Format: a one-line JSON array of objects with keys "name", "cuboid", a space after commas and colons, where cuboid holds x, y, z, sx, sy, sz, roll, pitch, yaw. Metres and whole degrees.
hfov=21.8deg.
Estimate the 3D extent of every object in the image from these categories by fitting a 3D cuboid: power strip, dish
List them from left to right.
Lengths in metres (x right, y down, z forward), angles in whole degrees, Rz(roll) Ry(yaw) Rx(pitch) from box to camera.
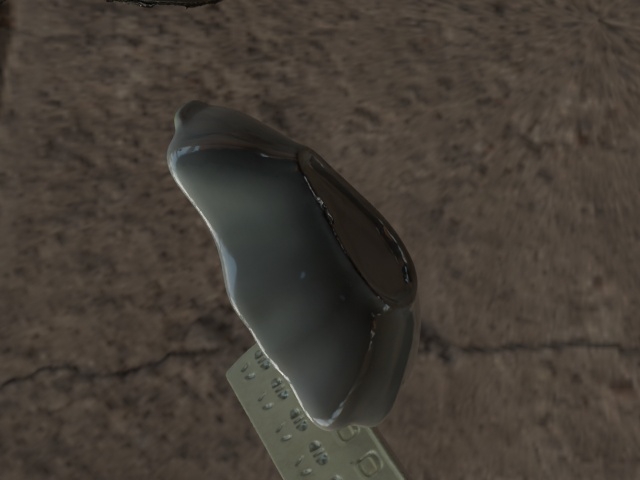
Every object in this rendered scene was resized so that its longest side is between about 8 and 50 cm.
[{"name": "dish", "cuboid": [0.000, 0.000, 0.606, 0.039, 0.091, 0.137, -30, 98, 31]}, {"name": "power strip", "cuboid": [0.004, 0.118, 0.958, 0.060, 0.253, 0.027, -41, 123, 2]}]

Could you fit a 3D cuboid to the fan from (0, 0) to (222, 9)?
[{"name": "fan", "cuboid": [-0.153, -0.204, 1.184, 0.223, 0.294, 0.012, 13, 127, -19]}]
